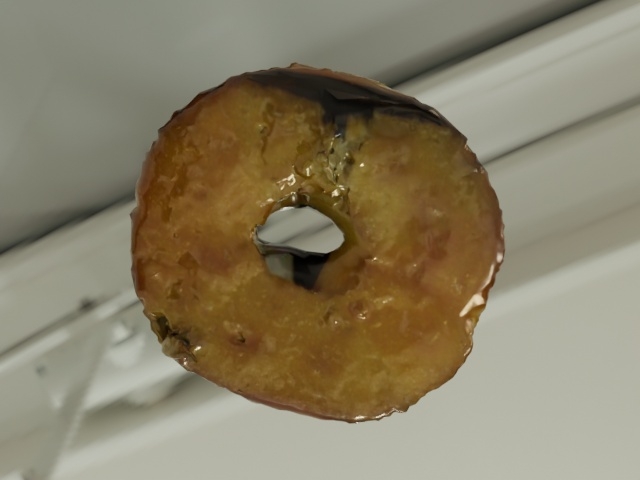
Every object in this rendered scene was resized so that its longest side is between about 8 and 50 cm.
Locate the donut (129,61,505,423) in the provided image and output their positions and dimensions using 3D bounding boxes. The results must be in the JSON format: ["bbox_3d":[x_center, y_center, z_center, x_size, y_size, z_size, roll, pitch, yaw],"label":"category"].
[{"bbox_3d":[-0.003,0.000,1.182,0.253,0.253,0.118,-21,-176,13],"label":"donut"}]
